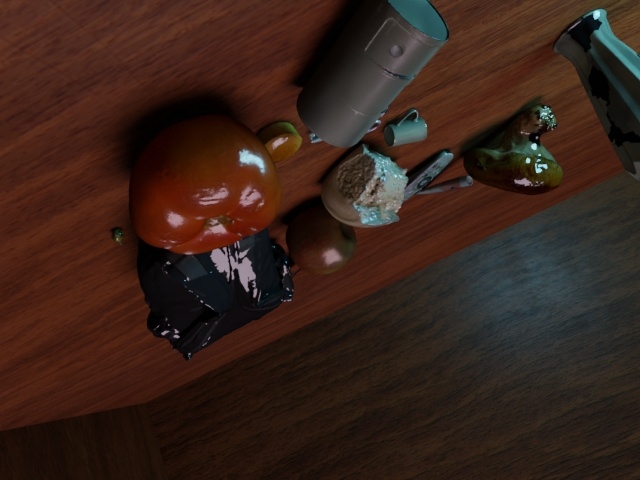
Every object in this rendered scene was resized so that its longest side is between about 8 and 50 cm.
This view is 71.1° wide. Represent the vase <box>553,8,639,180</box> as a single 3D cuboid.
[{"bbox_3d":[0.630,-0.297,0.912,0.165,0.360,0.165,-22,163,-7],"label":"vase"}]

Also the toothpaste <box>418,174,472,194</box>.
[{"bbox_3d":[0.382,-0.168,1.416,0.056,0.036,0.205,-5,177,-38],"label":"toothpaste"}]

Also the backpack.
[{"bbox_3d":[-0.243,0.084,1.020,0.363,0.255,0.446,-28,152,-16],"label":"backpack"}]

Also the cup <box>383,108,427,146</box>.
[{"bbox_3d":[0.190,-0.244,0.987,0.083,0.054,0.075,-17,162,-18],"label":"cup"}]

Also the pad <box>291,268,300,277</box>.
[{"bbox_3d":[-0.062,0.091,1.542,0.243,0.004,0.163,-44,180,31],"label":"pad"}]

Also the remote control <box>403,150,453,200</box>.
[{"bbox_3d":[0.283,-0.177,1.324,0.256,0.045,0.097,-38,159,28],"label":"remote control"}]

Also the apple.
[{"bbox_3d":[0.000,0.000,1.219,0.174,0.188,0.188,-27,163,24],"label":"apple"}]

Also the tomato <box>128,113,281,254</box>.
[{"bbox_3d":[-0.189,-0.087,0.722,0.259,0.180,0.260,-21,159,-8],"label":"tomato"}]

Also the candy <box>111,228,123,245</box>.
[{"bbox_3d":[-0.420,-0.003,0.932,0.023,0.025,0.083,-54,-174,-21],"label":"candy"}]

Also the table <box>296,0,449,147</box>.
[{"bbox_3d":[0.069,-0.257,0.671,0.126,0.126,0.220,-10,156,-40],"label":"table"}]

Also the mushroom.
[{"bbox_3d":[0.573,-0.237,1.305,0.254,0.267,0.267,-54,159,2],"label":"mushroom"}]

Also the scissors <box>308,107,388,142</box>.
[{"bbox_3d":[0.056,-0.229,0.904,0.176,0.022,0.085,-22,166,-21],"label":"scissors"}]

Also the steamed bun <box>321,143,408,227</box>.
[{"bbox_3d":[0.137,-0.116,1.099,0.225,0.170,0.200,-5,149,-50],"label":"steamed bun"}]

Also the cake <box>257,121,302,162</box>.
[{"bbox_3d":[-0.078,-0.180,0.831,0.084,0.044,0.084,-24,163,-8],"label":"cake"}]

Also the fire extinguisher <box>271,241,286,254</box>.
[{"bbox_3d":[-0.156,0.069,1.360,0.093,0.118,0.294,-53,174,-23],"label":"fire extinguisher"}]
